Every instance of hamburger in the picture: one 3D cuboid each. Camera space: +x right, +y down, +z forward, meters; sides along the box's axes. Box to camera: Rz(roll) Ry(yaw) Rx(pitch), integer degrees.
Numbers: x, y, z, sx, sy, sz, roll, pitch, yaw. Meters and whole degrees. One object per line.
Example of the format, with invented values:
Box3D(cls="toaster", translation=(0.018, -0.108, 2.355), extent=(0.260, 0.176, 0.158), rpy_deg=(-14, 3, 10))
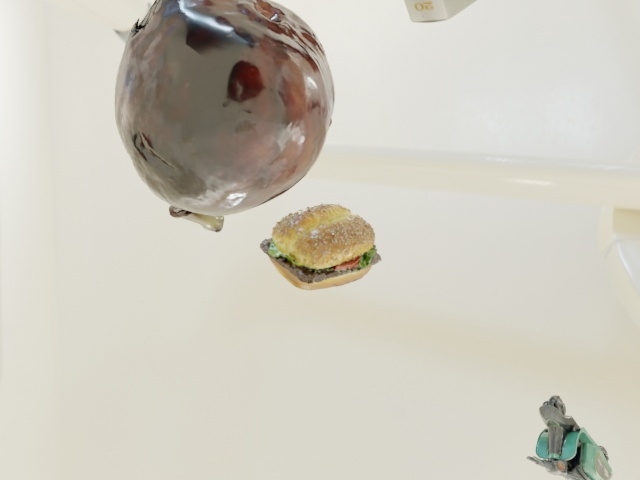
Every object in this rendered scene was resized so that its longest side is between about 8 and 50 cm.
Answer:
Box3D(cls="hamburger", translation=(0.000, 0.000, 0.929), extent=(0.137, 0.166, 0.087), rpy_deg=(35, -56, 34))

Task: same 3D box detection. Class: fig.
Box3D(cls="fig", translation=(-0.103, -0.092, 0.577), extent=(0.249, 0.186, 0.204), rpy_deg=(-49, -149, 25))

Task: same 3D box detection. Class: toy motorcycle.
Box3D(cls="toy motorcycle", translation=(0.321, 0.280, 0.844), extent=(0.058, 0.173, 0.100), rpy_deg=(-16, -151, 40))

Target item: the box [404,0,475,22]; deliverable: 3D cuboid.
Box3D(cls="box", translation=(0.133, -0.373, 0.699), extent=(0.149, 0.233, 0.067), rpy_deg=(-37, -147, -20))
